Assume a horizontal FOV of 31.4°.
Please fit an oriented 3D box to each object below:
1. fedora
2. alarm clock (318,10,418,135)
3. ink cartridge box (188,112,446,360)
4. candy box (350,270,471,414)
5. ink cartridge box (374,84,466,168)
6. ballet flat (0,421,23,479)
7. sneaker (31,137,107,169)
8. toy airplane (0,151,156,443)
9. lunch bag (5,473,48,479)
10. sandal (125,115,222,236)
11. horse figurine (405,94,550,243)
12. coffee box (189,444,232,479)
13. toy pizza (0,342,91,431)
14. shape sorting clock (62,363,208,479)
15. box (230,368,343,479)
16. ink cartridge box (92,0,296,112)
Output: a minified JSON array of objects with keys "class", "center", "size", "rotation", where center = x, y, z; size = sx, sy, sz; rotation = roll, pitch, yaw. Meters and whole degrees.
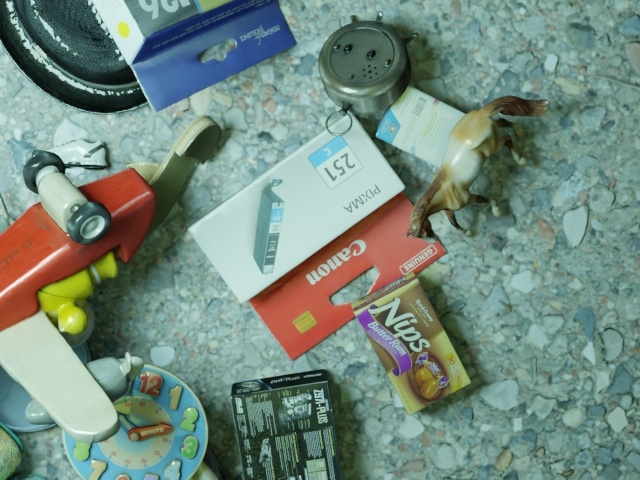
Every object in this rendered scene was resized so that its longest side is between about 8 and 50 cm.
[{"class":"fedora","center":[-0.322,-0.339,1.581],"size":[0.334,0.152,0.333],"rotation":[0,97,-3]},{"class":"alarm clock","center":[0.055,-0.233,1.621],"size":[0.129,0.064,0.192],"rotation":[18,76,17]},{"class":"ink cartridge box","center":[0.000,0.000,1.681],"size":[0.296,0.066,0.261],"rotation":[-36,97,2]},{"class":"candy box","center":[0.135,0.153,1.706],"size":[0.109,0.053,0.186],"rotation":[-27,104,1]},{"class":"ink cartridge box","center":[0.153,-0.166,1.672],"size":[0.123,0.052,0.088],"rotation":[26,97,-4]},{"class":"ballet flat","center":[-0.583,0.229,1.642],"size":[0.123,0.123,0.348],"rotation":[-45,93,4]},{"class":"sneaker","center":[-0.366,-0.128,1.668],"size":[0.109,0.040,0.043],"rotation":[2,81,-6]},{"class":"toy airplane","center":[-0.409,0.093,1.546],"size":[0.385,0.272,0.386],"rotation":[-4,63,17]},{"class":"lunch bag","center":[-0.477,0.419,1.612],"size":[0.224,0.279,0.107],"rotation":[-18,98,-11]},{"class":"sandal","center":[-0.246,-0.097,1.664],"size":[0.079,0.088,0.240],"rotation":[43,97,26]},{"class":"horse figurine","center":[0.222,-0.106,1.634],"size":[0.174,0.066,0.263],"rotation":[21,101,-47]},{"class":"coffee box","center":[-0.239,0.331,1.696],"size":[0.141,0.098,0.246],"rotation":[-32,97,1]},{"class":"toy pizza","center":[-0.443,0.187,1.704],"size":[0.201,0.032,0.201],"rotation":[0,98,-3]},{"class":"shape sorting clock","center":[-0.263,0.274,1.617],"size":[0.206,0.040,0.206],"rotation":[0,96,-3]},{"class":"box","center":[-0.049,0.297,1.710],"size":[0.148,0.077,0.180],"rotation":[-9,98,-1]},{"class":"ink cartridge box","center":[-0.180,-0.367,1.536],"size":[0.304,0.072,0.307],"rotation":[-35,97,-43]}]
